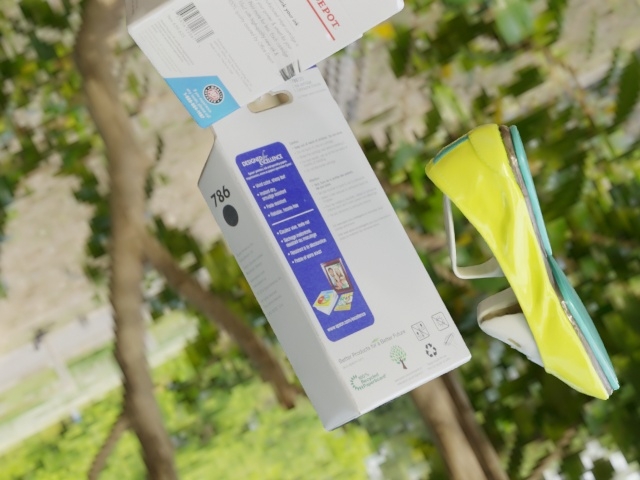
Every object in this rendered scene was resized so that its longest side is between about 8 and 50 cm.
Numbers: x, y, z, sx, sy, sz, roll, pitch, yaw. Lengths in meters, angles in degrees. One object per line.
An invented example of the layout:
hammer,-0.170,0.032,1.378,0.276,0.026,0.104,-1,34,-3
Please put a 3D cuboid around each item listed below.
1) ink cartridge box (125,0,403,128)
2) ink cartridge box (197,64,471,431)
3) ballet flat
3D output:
ink cartridge box,-0.041,-0.175,1.203,0.180,0.104,0.060,-29,-148,11
ink cartridge box,0.000,0.000,1.547,0.165,0.333,0.065,-21,171,-41
ballet flat,0.136,0.024,1.134,0.077,0.231,0.077,-22,-153,8
